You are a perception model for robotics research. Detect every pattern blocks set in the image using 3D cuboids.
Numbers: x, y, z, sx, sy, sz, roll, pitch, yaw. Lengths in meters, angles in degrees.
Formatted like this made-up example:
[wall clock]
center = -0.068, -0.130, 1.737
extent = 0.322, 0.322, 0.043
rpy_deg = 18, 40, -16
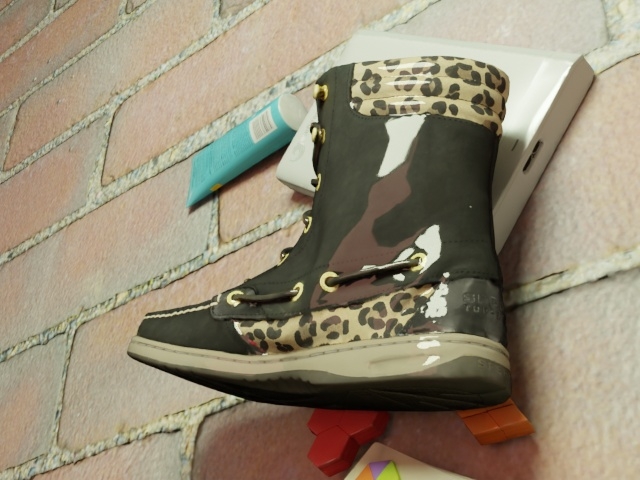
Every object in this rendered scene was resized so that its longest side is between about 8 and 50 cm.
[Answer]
[pattern blocks set]
center = 0.059, 0.220, 0.607
extent = 0.325, 0.026, 0.285
rpy_deg = -7, 38, 44

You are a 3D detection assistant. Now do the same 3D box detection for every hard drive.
[hard drive]
center = 0.098, -0.112, 0.854
extent = 0.308, 0.040, 0.203
rpy_deg = 24, 83, 49

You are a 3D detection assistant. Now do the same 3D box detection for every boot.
[boot]
center = 0.000, 0.000, 0.748
extent = 0.378, 0.138, 0.284
rpy_deg = -6, 66, 40

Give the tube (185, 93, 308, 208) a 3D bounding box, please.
[tube]
center = -0.103, -0.113, 1.048
extent = 0.207, 0.052, 0.080
rpy_deg = -27, 44, 37
